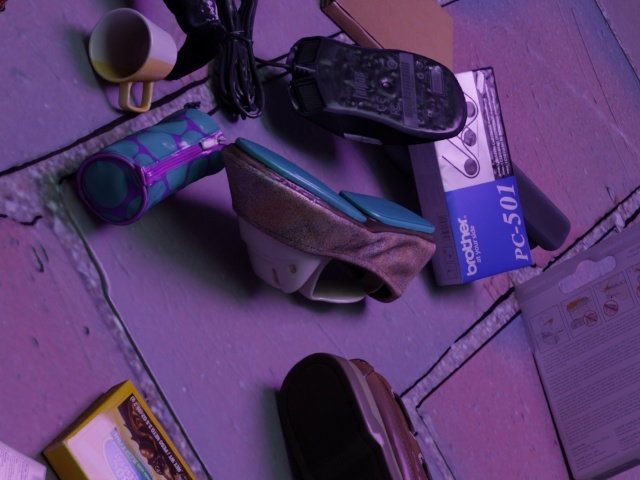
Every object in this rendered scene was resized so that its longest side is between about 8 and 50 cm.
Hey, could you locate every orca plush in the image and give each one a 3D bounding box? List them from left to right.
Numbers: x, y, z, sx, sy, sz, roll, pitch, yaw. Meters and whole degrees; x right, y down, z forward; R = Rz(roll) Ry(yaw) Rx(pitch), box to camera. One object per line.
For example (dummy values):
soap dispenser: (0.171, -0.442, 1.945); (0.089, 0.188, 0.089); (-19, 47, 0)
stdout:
orca plush: (-0.164, -0.280, 1.701); (0.151, 0.102, 0.287); (130, -49, -74)

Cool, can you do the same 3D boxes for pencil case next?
pencil case: (-0.133, -0.062, 1.548); (0.152, 0.070, 0.064); (-37, 111, -58)

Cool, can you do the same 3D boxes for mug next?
mug: (-0.157, -0.154, 1.615); (0.062, 0.078, 0.064); (37, 12, 23)

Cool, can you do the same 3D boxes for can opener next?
can opener: (0.153, -0.068, 2.010); (0.280, 0.074, 0.093); (37, 72, -33)

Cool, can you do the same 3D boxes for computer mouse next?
computer mouse: (0.010, -0.174, 1.826); (0.262, 0.060, 0.184); (5, 61, -26)

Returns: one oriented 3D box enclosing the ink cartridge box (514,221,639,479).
ink cartridge box: (0.314, 0.116, 1.976); (0.056, 0.181, 0.224); (19, 49, -50)

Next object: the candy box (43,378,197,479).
candy box: (-0.114, 0.211, 1.395); (0.206, 0.027, 0.105); (57, 33, -8)

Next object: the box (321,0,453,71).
box: (0.077, -0.246, 2.070); (0.201, 0.021, 0.164); (41, 36, -31)

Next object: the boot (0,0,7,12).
boot: (-0.257, -0.137, 1.316); (0.088, 0.176, 0.244); (33, 42, -42)

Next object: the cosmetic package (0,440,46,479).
cosmetic package: (-0.235, 0.154, 1.242); (0.115, 0.041, 0.060); (39, 37, -35)

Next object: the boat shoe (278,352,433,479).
boat shoe: (0.062, 0.234, 1.560); (0.104, 0.111, 0.307); (18, 51, -49)

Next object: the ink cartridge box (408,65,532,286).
ink cartridge box: (0.145, -0.065, 1.916); (0.097, 0.046, 0.207); (-14, 94, -35)

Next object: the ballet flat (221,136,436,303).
ballet flat: (0.000, 0.000, 1.661); (0.107, 0.106, 0.316); (36, 8, 35)
